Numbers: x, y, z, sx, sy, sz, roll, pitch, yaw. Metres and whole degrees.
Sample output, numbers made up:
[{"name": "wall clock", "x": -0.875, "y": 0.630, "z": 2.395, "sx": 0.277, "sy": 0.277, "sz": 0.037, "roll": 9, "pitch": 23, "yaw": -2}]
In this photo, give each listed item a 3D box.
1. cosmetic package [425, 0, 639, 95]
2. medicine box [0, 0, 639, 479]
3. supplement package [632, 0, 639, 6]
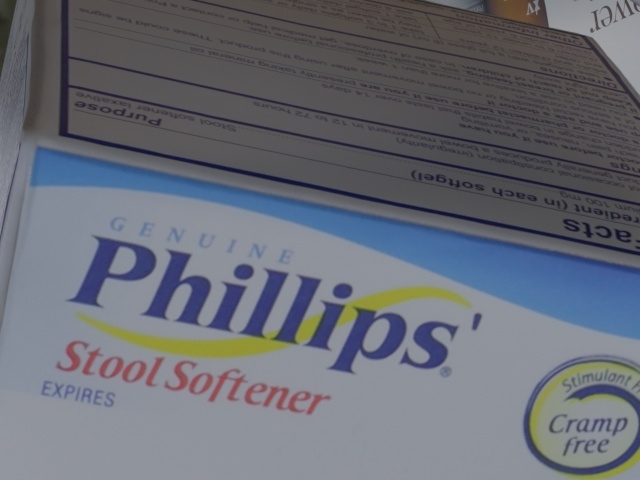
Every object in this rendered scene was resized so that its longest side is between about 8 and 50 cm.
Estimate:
[{"name": "cosmetic package", "x": 0.117, "y": -0.070, "z": 1.281, "sx": 0.377, "sy": 0.284, "sz": 0.097, "roll": -26, "pitch": -153, "yaw": -34}, {"name": "medicine box", "x": 0.000, "y": 0.000, "z": 0.785, "sx": 0.264, "sy": 0.149, "sz": 0.289, "roll": 11, "pitch": -158, "yaw": -12}, {"name": "supplement package", "x": 0.098, "y": -0.197, "z": 0.685, "sx": 0.293, "sy": 0.175, "sz": 0.177, "roll": 21, "pitch": -163, "yaw": -49}]
